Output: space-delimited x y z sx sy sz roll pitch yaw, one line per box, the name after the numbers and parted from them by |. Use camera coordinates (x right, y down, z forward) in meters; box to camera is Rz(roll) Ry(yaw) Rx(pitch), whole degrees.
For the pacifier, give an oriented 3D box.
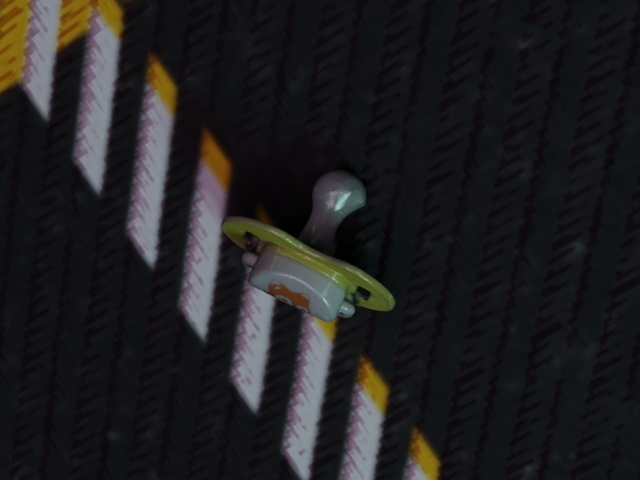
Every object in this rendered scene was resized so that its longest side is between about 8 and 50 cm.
0.000 0.000 0.863 0.083 0.068 0.064 26 79 2 | pacifier
